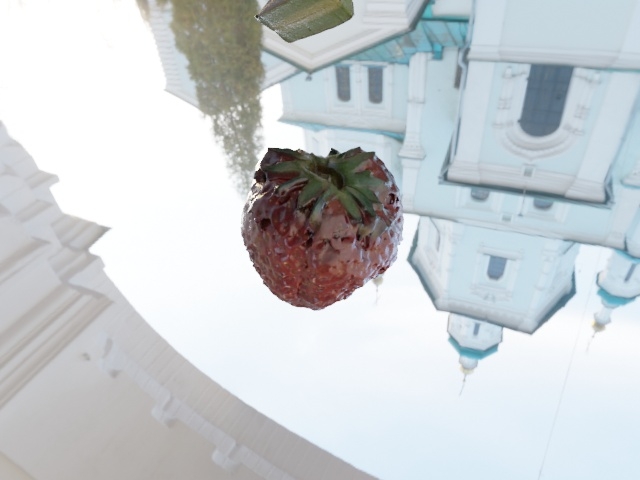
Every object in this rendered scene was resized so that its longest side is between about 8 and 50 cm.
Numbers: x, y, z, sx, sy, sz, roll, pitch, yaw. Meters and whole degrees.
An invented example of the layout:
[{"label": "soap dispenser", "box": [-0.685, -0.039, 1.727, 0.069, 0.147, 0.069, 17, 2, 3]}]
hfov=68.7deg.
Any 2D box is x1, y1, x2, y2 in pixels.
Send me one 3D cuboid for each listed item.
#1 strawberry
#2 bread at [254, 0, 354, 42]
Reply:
[{"label": "strawberry", "box": [0.000, 0.000, 0.738, 0.250, 0.288, 0.239, 15, -134, 3]}, {"label": "bread", "box": [-0.027, -0.317, 0.660, 0.139, 0.074, 0.084, -28, -129, 36]}]
